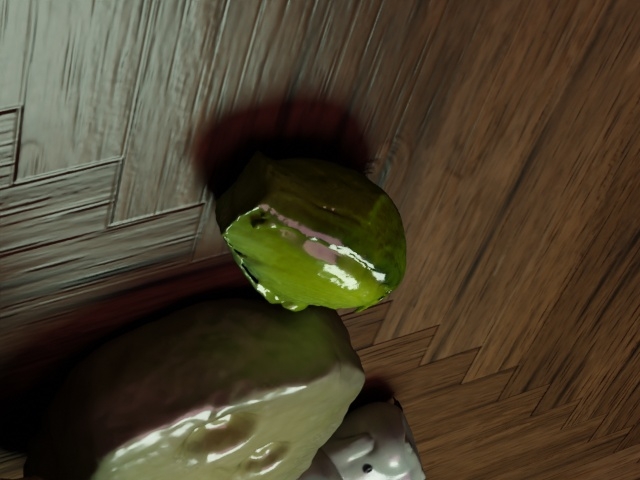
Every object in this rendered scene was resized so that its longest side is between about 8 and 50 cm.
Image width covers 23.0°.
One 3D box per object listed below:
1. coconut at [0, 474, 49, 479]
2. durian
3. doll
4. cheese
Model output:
[{"bbox_3d":[-0.250,0.379,1.258,0.404,0.404,0.404,-23,152,-13],"label":"coconut"},{"bbox_3d":[0.000,0.000,1.282,0.139,0.101,0.250,-1,162,24],"label":"durian"},{"bbox_3d":[0.025,0.247,1.701,0.180,0.107,0.110,-28,133,-5],"label":"doll"},{"bbox_3d":[-0.110,0.174,1.441,0.326,0.115,0.318,-30,152,2],"label":"cheese"}]
